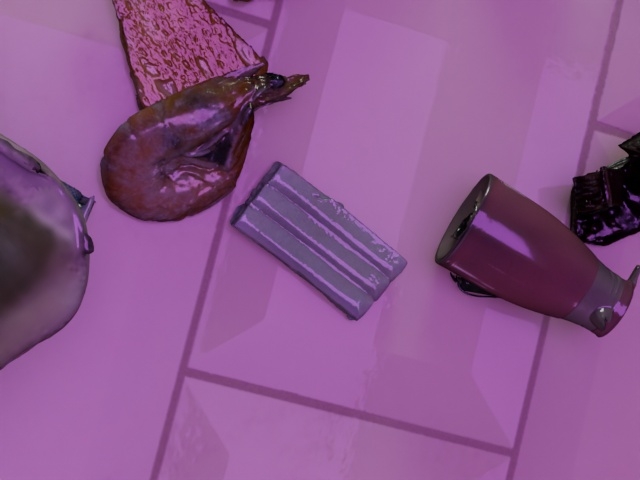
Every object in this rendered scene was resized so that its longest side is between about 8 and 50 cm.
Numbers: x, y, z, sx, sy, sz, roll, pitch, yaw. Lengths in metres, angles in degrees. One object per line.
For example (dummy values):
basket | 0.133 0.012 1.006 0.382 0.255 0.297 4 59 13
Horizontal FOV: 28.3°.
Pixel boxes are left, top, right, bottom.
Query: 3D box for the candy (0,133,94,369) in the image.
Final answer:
candy | -0.494 0.013 1.443 0.427 0.186 0.386 46 66 -24

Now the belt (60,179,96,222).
belt | -0.395 -0.061 1.637 0.163 0.147 0.082 19 84 16

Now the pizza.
pizza | -0.202 -0.267 1.741 0.181 0.034 0.262 -40 100 -10

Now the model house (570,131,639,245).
model house | 0.457 -0.074 1.820 0.203 0.164 0.141 -31 89 -11

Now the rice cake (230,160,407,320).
rice cake | 0.000 0.000 1.771 0.237 0.043 0.127 40 80 -9

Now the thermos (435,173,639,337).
thermos | 0.311 0.028 1.788 0.265 0.176 0.146 30 121 -6

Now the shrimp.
shrimp | -0.147 -0.133 1.717 0.317 0.077 0.168 -26 120 -6

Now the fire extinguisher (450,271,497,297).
fire extinguisher | 0.227 0.066 1.826 0.083 0.025 0.038 12 45 -11
